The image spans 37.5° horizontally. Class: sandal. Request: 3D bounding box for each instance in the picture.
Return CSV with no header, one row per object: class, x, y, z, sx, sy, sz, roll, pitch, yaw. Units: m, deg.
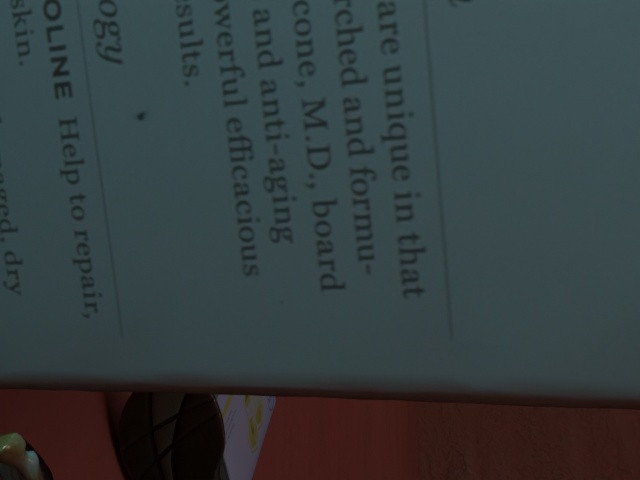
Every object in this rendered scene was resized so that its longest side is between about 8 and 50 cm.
sandal,-0.097,0.155,0.670,0.049,0.072,0.180,-106,-175,-54

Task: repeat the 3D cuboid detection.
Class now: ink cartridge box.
ink cartridge box,-0.076,0.181,0.797,0.171,0.056,0.235,-71,153,-66

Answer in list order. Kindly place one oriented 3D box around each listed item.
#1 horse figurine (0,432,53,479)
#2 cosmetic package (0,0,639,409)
horse figurine,-0.145,0.199,0.388,0.263,0.066,0.174,-73,151,-57
cosmetic package,0.047,-0.118,0.489,0.329,0.394,0.327,-22,108,-66
